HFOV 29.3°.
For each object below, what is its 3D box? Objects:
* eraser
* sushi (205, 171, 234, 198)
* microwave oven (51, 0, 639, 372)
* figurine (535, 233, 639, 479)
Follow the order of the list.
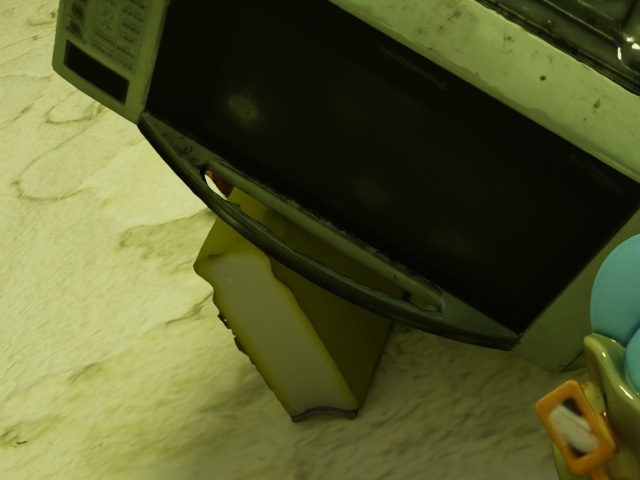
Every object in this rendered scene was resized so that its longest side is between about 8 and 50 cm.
[{"bbox_3d":[0.000,0.000,0.899,0.069,0.158,0.226,-14,31,30],"label":"eraser"},{"bbox_3d":[-0.059,-0.073,1.178,0.120,0.052,0.055,-23,28,10],"label":"sushi"},{"bbox_3d":[0.076,-0.160,0.783,0.333,0.394,0.247,-57,-3,-39],"label":"microwave oven"},{"bbox_3d":[0.226,0.060,0.567,0.262,0.180,0.154,-42,6,18],"label":"figurine"}]
